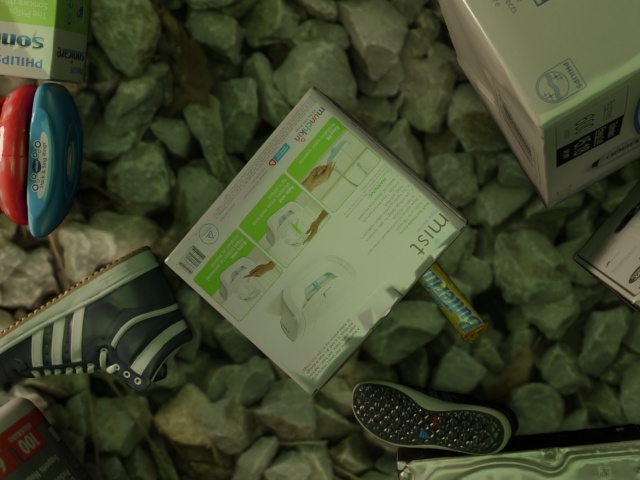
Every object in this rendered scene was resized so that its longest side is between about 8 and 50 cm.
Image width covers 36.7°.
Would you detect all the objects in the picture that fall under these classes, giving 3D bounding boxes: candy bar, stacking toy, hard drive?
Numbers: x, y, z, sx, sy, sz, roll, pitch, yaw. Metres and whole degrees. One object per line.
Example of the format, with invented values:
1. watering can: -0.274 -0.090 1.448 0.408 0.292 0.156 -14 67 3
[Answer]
1. candy bar: 0.142 0.054 1.165 0.040 0.018 0.161 -38 92 9
2. stacking toy: -0.437 -0.104 1.103 0.302 0.166 0.175 5 98 -5
3. hard drive: 0.272 0.354 1.169 0.339 0.064 0.236 -6 97 5

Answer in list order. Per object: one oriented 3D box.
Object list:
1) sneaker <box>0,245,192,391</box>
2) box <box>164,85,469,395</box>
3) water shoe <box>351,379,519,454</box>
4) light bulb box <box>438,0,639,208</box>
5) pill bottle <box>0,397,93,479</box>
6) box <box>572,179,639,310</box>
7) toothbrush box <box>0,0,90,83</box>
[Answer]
1. sneaker: -0.290 0.142 1.175 0.282 0.099 0.153 -32 91 5
2. box: 0.000 0.000 1.107 0.231 0.127 0.262 41 99 4
3. water shoe: 0.136 0.214 1.162 0.203 0.080 0.072 11 95 29
4. light bulb box: 0.317 -0.240 0.920 0.361 0.358 0.225 -30 75 8
5. pill bottle: -0.330 0.388 1.154 0.210 0.210 0.363 -37 93 9
6. box: 0.374 0.003 1.001 0.087 0.290 0.169 39 97 -2
7. toothbrush box: -0.377 -0.334 1.111 0.206 0.122 0.283 7 97 4
